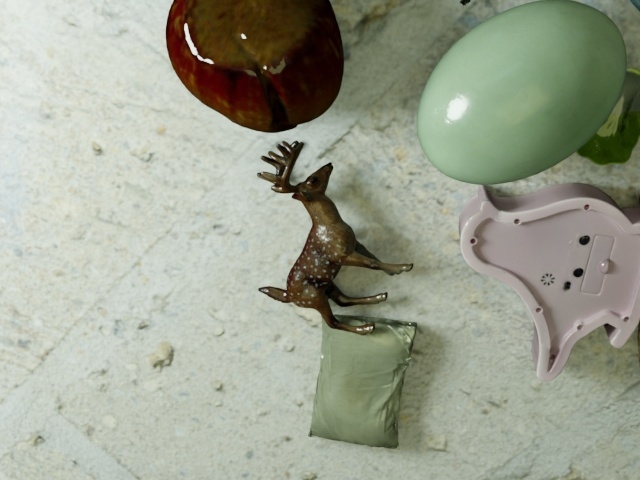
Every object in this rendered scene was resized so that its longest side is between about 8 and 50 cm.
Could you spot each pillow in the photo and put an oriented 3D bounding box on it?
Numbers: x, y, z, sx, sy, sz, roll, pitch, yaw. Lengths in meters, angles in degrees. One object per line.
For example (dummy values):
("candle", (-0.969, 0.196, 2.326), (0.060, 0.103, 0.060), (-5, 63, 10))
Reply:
("pillow", (0.063, 0.221, 1.483), (0.148, 0.050, 0.229), (11, 112, 10))

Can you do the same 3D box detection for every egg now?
("egg", (0.252, -0.186, 1.217), (0.283, 0.203, 0.203), (-37, 106, 11))

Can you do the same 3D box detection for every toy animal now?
("toy animal", (-0.002, 0.006, 1.369), (0.260, 0.087, 0.243), (26, 112, -4))

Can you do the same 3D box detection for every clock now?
("clock", (0.328, 0.058, 1.381), (0.275, 0.080, 0.290), (6, 112, 2))

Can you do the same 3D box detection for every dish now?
("dish", (0.396, -0.172, 1.303), (0.091, 0.039, 0.137), (22, 111, 0))

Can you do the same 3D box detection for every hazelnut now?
("hazelnut", (-0.077, -0.249, 1.230), (0.234, 0.218, 0.218), (33, 112, 10))

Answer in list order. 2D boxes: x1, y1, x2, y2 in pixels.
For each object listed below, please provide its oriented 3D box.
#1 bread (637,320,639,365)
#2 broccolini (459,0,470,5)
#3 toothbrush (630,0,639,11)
("bread", (0.535, 0.193, 1.429), (0.192, 0.067, 0.119), (22, 104, -7))
("broccolini", (0.088, -0.358, 1.238), (0.254, 0.057, 0.071), (7, 70, -2))
("toothbrush", (0.399, -0.324, 1.249), (0.276, 0.019, 0.025), (42, 114, -13))
